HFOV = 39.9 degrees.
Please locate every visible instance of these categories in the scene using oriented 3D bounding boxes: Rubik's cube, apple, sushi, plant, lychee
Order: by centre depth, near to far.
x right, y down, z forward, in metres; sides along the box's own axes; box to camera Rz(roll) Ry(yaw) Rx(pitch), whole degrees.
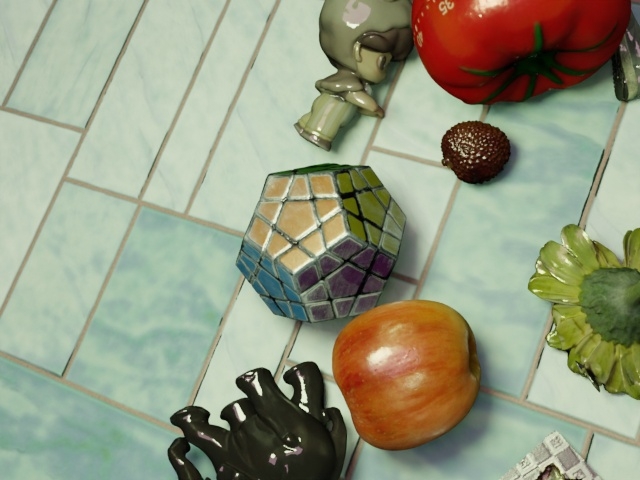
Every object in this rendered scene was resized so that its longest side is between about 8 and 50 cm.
[{"bbox_3d":[0.489,0.130,1.435,0.305,0.297,0.261,17,109,8],"label":"plant"},{"bbox_3d":[0.363,0.432,1.457,0.201,0.031,0.139,-41,64,-1],"label":"sushi"},{"bbox_3d":[0.153,0.224,1.492,0.241,0.242,0.242,-21,66,10],"label":"apple"},{"bbox_3d":[0.000,0.000,1.602,0.319,0.319,0.264,35,61,26],"label":"Rubik's cube"},{"bbox_3d":[0.290,-0.165,1.645,0.129,0.123,0.123,-7,65,-19],"label":"lychee"}]

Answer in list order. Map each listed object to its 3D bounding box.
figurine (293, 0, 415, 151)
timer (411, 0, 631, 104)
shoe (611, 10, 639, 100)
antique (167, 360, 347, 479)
[{"bbox_3d":[0.065,-0.362,1.751,0.203,0.248,0.381,26,93,6],"label":"figurine"},{"bbox_3d":[0.348,-0.411,1.562,0.378,0.378,0.279,-18,74,13],"label":"timer"},{"bbox_3d":[0.582,-0.351,1.635,0.077,0.074,0.194,-2,73,7],"label":"shoe"},{"bbox_3d":[-0.106,0.380,1.556,0.322,0.185,0.255,-28,64,5],"label":"antique"}]
